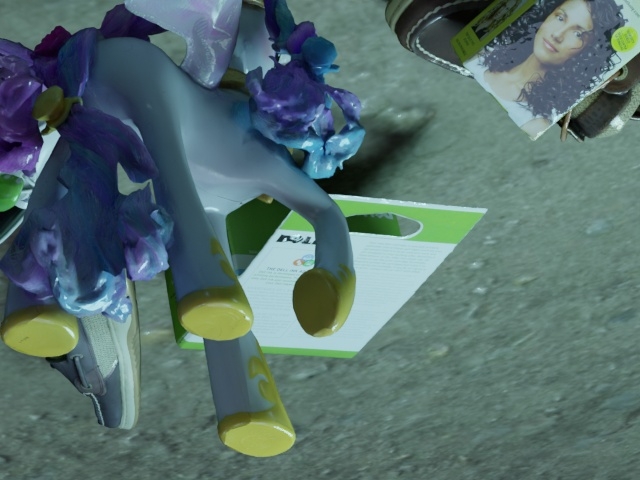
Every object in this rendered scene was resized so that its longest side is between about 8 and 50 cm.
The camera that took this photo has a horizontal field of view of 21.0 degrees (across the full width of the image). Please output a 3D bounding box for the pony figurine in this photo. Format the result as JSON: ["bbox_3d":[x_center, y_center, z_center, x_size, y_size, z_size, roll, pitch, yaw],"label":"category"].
[{"bbox_3d":[-0.116,-0.087,1.080,0.303,0.363,0.351,-30,139,31],"label":"pony figurine"}]

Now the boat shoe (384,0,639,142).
[{"bbox_3d":[0.213,-0.139,1.327,0.342,0.123,0.123,6,146,-30],"label":"boat shoe"}]

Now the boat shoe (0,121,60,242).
[{"bbox_3d":[-0.235,-0.053,1.360,0.066,0.063,0.184,15,141,-41],"label":"boat shoe"}]

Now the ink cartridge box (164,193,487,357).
[{"bbox_3d":[0.000,0.000,1.522,0.189,0.097,0.255,5,145,-29],"label":"ink cartridge box"}]

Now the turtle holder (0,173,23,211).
[{"bbox_3d":[-0.389,0.010,1.282,0.227,0.243,0.320,23,177,-27],"label":"turtle holder"}]

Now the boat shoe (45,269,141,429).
[{"bbox_3d":[-0.212,0.083,1.585,0.092,0.103,0.285,-4,147,-6],"label":"boat shoe"}]

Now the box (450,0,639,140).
[{"bbox_3d":[0.208,-0.180,1.220,0.232,0.058,0.087,-42,113,12],"label":"box"}]
